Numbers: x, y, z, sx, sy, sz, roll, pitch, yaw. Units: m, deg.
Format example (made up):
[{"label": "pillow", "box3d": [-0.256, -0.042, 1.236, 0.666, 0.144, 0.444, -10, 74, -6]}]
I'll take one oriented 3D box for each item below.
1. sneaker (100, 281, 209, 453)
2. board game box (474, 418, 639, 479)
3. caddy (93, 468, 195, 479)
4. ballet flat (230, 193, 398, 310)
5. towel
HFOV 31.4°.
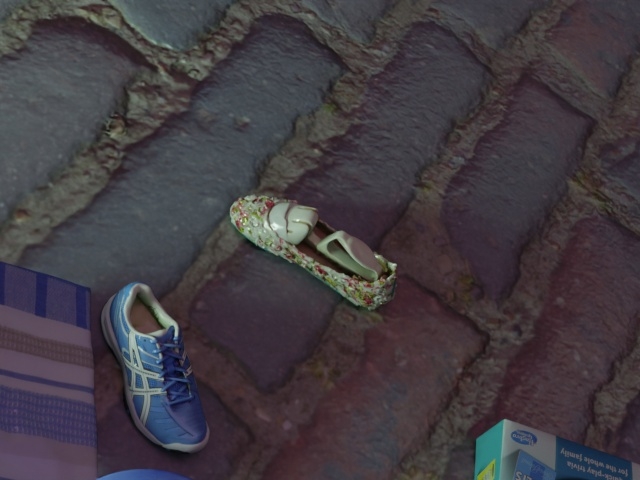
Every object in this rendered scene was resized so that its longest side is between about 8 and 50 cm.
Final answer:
[{"label": "sneaker", "box3d": [-0.186, 0.143, 1.282, 0.080, 0.081, 0.211, -20, 72, -34]}, {"label": "board game box", "box3d": [0.299, 0.408, 1.339, 0.254, 0.079, 0.336, 19, 54, -12]}, {"label": "caddy", "box3d": [-0.165, 0.392, 1.077, 0.241, 0.179, 0.341, 2, 60, -22]}, {"label": "ballet flat", "box3d": [0.000, 0.000, 1.457, 0.241, 0.077, 0.091, 30, 54, -4]}, {"label": "towel", "box3d": [-0.322, 0.150, 1.201, 0.209, 0.034, 0.285, 22, 49, -41]}]
